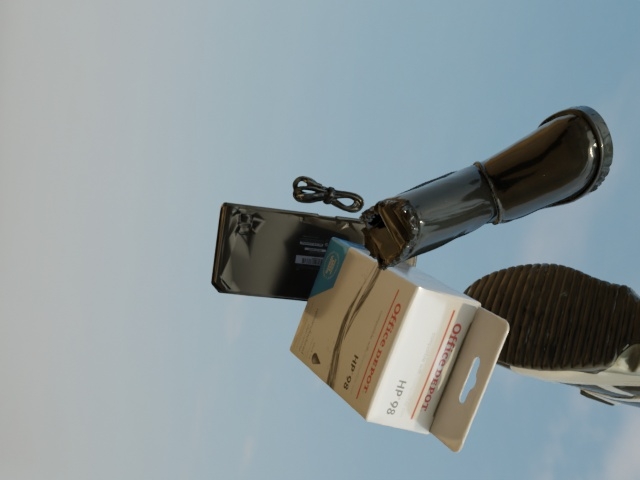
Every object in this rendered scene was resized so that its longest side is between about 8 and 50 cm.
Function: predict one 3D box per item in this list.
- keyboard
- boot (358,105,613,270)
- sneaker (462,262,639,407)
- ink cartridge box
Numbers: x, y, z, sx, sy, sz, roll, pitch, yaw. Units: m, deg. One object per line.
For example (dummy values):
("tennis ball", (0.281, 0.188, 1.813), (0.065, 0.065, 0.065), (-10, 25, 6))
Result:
("keyboard", (0.000, 0.000, 0.831), (0.023, 0.180, 0.108), (-140, -122, -72))
("boot", (0.080, -0.024, 0.493), (0.045, 0.099, 0.121), (69, -23, 7))
("sneaker", (0.288, 0.111, 0.908), (0.330, 0.146, 0.122), (7, -124, 32))
("ink cartridge box", (0.052, 0.072, 0.713), (0.180, 0.060, 0.104), (30, -79, 62))
